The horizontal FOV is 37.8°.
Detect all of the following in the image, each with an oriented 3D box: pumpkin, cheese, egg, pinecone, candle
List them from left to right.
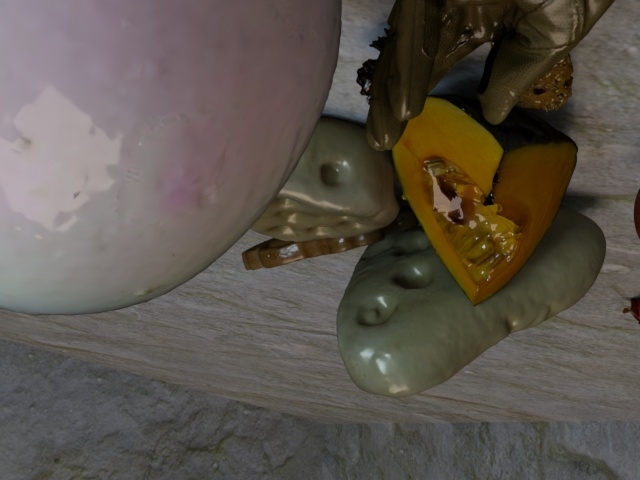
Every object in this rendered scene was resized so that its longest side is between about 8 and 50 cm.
[{"bbox_3d":[-0.141,-0.175,0.570,0.355,0.354,0.340,13,142,-21],"label":"egg"},{"bbox_3d":[-0.017,-0.071,1.158,0.235,0.117,0.218,17,160,-32],"label":"cheese"},{"bbox_3d":[0.076,-0.164,0.913,0.077,0.083,0.077,29,-164,-9],"label":"pinecone"},{"bbox_3d":[0.187,0.081,1.231,0.351,0.328,0.129,-7,116,26],"label":"cheese"},{"bbox_3d":[0.185,-0.084,1.079,0.148,0.169,0.312,-31,149,-20],"label":"pumpkin"},{"bbox_3d":[0.598,0.124,1.644,0.131,0.052,0.052,-4,159,29],"label":"candle"}]

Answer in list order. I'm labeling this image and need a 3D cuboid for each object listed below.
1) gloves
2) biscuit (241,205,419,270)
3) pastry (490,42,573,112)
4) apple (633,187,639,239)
[{"bbox_3d":[0.137,-0.188,0.734,0.154,0.141,0.331,-12,166,-41],"label":"gloves"},{"bbox_3d":[-0.001,-0.003,1.366,0.295,0.044,0.186,-13,-177,40],"label":"biscuit"},{"bbox_3d":[0.204,-0.169,0.898,0.080,0.056,0.140,9,169,15],"label":"pastry"},{"bbox_3d":[0.451,-0.032,1.047,0.181,0.181,0.168,9,141,-9],"label":"apple"}]
